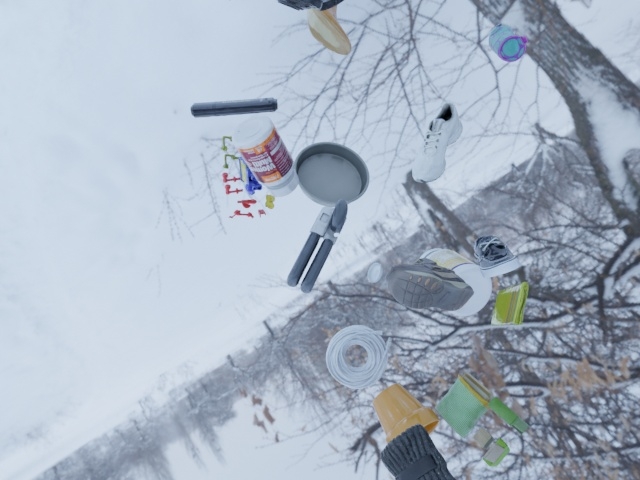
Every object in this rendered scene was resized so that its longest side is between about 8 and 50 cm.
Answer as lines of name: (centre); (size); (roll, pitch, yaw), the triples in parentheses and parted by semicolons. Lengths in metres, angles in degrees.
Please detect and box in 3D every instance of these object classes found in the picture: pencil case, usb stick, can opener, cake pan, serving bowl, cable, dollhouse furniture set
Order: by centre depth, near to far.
pencil case: (0.464, -0.492, 1.154); (0.070, 0.064, 0.152); (-28, -154, 25)
can opener: (0.000, 0.000, 1.183); (0.095, 0.076, 0.283); (112, 4, -50)
usb stick: (-0.276, -0.427, 1.489); (0.277, 0.045, 0.077); (-4, -157, -1)
dollhouse furniture set: (0.539, 0.610, 1.647); (0.197, 0.301, 0.151); (-50, 131, 0)
cake pan: (0.039, -0.246, 1.762); (0.293, 0.293, 0.054); (-30, 161, -26)
serving bowl: (0.227, 0.133, 1.884); (0.027, 0.083, 0.083); (21, 138, -27)
cable: (0.153, 0.483, 1.939); (0.089, 0.257, 0.257); (78, 24, -85)

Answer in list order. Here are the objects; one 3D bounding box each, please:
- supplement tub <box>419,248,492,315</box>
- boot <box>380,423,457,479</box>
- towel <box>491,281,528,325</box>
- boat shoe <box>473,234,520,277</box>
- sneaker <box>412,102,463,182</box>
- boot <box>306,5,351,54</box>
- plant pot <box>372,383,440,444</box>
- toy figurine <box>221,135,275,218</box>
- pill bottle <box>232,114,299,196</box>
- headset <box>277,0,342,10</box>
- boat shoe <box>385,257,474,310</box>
supplement tub: (0.600, 0.179, 2.136); (0.241, 0.241, 0.331); (-34, -159, -2)
boot: (0.230, 0.695, 1.238); (0.348, 0.260, 0.131); (-51, 146, 12)
towel: (0.471, 0.165, 1.160); (0.237, 0.021, 0.102); (56, 51, -76)
boat shoe: (0.524, 0.037, 1.412); (0.108, 0.102, 0.301); (-23, -178, 15)
sneaker: (0.369, -0.320, 1.511); (0.297, 0.111, 0.129); (-63, 149, -20)
boot: (0.028, -0.696, 1.332); (0.211, 0.295, 0.104); (-50, -176, -19)
plant pot: (0.294, 0.635, 1.686); (0.205, 0.188, 0.205); (-24, 143, -19)
toy figurine: (-0.307, -0.290, 1.841); (0.191, 0.217, 0.363); (-11, 122, -15)
pill bottle: (-0.147, -0.230, 1.303); (0.121, 0.121, 0.221); (-34, 137, -3)
headset: (-0.036, -0.544, 0.865); (0.394, 0.185, 0.243); (-30, 141, -27)
boat shoe: (0.322, 0.130, 1.436); (0.355, 0.130, 0.132); (18, 120, -38)
